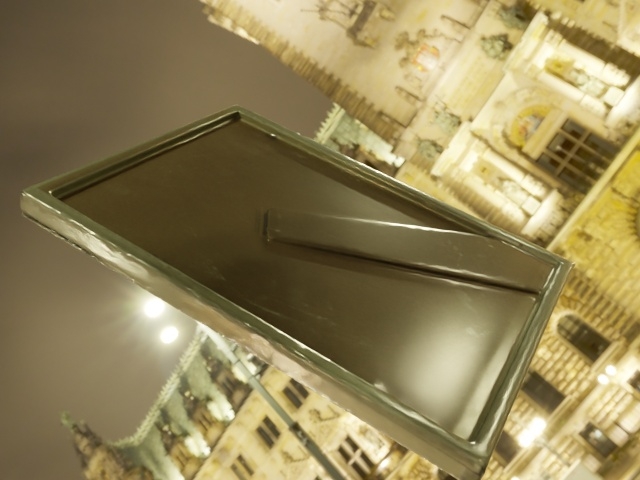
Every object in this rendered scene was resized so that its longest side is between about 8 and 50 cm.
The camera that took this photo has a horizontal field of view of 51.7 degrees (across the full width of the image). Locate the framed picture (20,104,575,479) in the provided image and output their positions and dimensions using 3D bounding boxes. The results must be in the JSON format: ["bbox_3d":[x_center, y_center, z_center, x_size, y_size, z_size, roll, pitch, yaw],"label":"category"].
[{"bbox_3d":[0.000,0.000,0.636,0.326,0.446,0.028,-39,-29,-50],"label":"framed picture"}]
